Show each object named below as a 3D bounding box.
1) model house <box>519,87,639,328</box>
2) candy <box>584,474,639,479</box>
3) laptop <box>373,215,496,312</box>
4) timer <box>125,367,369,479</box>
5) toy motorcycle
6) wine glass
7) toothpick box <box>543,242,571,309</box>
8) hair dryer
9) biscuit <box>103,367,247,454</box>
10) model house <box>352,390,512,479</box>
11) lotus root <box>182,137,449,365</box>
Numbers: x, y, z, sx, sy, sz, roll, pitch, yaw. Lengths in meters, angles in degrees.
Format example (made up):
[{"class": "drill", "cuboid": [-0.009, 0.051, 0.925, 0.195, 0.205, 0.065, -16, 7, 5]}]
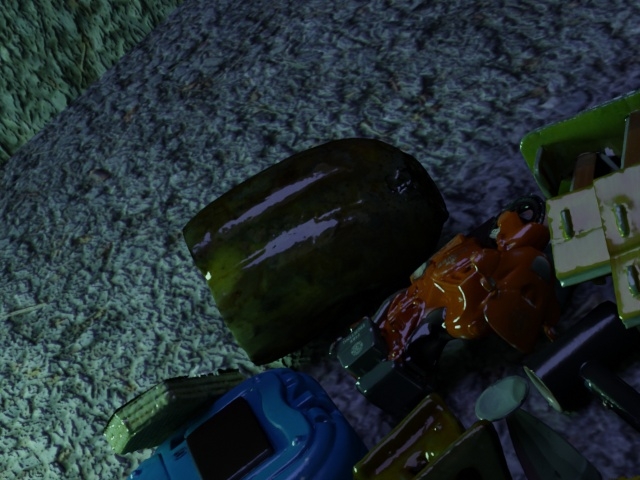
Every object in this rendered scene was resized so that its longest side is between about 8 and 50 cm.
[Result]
[{"class": "model house", "cuboid": [0.348, -0.060, 1.773, 0.300, 0.340, 0.324, -20, 27, 25]}, {"class": "candy", "cuboid": [0.265, 0.337, 1.549, 0.187, 0.081, 0.297, -8, 39, 42]}, {"class": "laptop", "cuboid": [0.172, 0.062, 2.169, 0.207, 0.026, 0.154, -36, 28, 5]}, {"class": "timer", "cuboid": [-0.101, 0.300, 2.014, 0.309, 0.115, 0.340, -37, 22, -3]}, {"class": "toy motorcycle", "cuboid": [0.164, 0.093, 1.965, 0.325, 0.148, 0.221, -43, 29, 19]}, {"class": "wine glass", "cuboid": [0.226, 0.216, 1.708, 0.073, 0.155, 0.073, -32, 25, 17]}, {"class": "toothpick box", "cuboid": [0.286, 0.049, 2.015, 0.052, 0.052, 0.083, -13, 37, 41]}, {"class": "hair dryer", "cuboid": [0.340, 0.162, 1.775, 0.128, 0.070, 0.255, -40, 34, -7]}, {"class": "biscuit", "cuboid": [-0.197, 0.230, 2.165, 0.150, 0.052, 0.252, -35, -14, 15]}, {"class": "model house", "cuboid": [0.082, 0.292, 1.740, 0.268, 0.173, 0.239, -41, 26, -3]}, {"class": "lotus root", "cuboid": [0.000, 0.000, 2.235, 0.346, 0.250, 0.250, -28, 28, 10]}]
